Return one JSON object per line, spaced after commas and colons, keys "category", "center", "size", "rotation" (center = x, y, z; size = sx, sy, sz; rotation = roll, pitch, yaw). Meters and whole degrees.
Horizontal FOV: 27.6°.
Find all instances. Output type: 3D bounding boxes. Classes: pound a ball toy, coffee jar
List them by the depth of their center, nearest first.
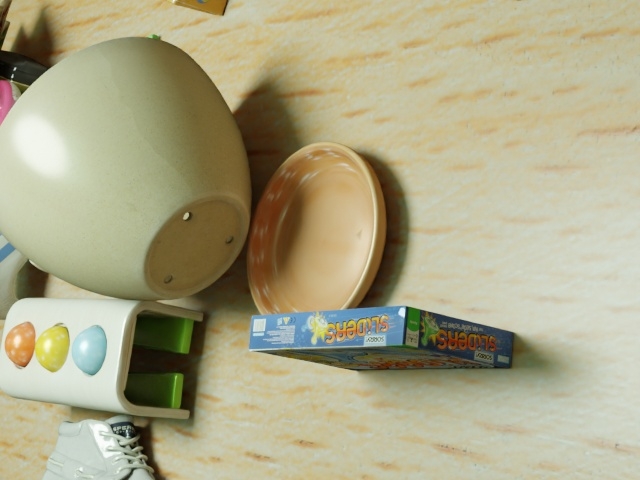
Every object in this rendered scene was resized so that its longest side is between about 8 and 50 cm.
{"category": "pound a ball toy", "center": [-0.281, 0.094, 1.547], "size": [0.319, 0.135, 0.208], "rotation": [-1, 79, 49]}
{"category": "coffee jar", "center": [-0.450, -0.176, 1.864], "size": [0.096, 0.079, 0.184], "rotation": [26, 99, 44]}

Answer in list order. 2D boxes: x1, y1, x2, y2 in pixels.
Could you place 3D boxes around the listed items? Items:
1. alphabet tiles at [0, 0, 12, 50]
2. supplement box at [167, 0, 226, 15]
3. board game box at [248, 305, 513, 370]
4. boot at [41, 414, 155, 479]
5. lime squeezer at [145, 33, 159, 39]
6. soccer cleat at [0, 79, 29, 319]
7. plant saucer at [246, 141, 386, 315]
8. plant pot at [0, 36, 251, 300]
{"category": "alphabet tiles", "center": [-0.512, -0.173, 1.859], "size": [0.285, 0.011, 0.343], "rotation": [-89, 23, -65]}
{"category": "supplement box", "center": [-0.199, -0.341, 1.625], "size": [0.233, 0.080, 0.078], "rotation": [30, 103, 51]}
{"category": "board game box", "center": [0.051, 0.089, 1.163], "size": [0.201, 0.136, 0.035], "rotation": [-8, 73, 49]}
{"category": "boot", "center": [-0.231, 0.257, 1.476], "size": [0.258, 0.095, 0.123], "rotation": [-4, 71, 43]}
{"category": "lime squeezer", "center": [-0.323, -0.171, 1.735], "size": [0.310, 0.059, 0.110], "rotation": [-56, 43, 21]}
{"category": "soccer cleat", "center": [-0.435, -0.049, 1.768], "size": [0.116, 0.143, 0.331], "rotation": [-10, 65, 44]}
{"category": "plant saucer", "center": [0.000, 0.000, 1.325], "size": [0.200, 0.037, 0.200], "rotation": [-17, 66, 45]}
{"category": "plant pot", "center": [-0.183, -0.045, 1.382], "size": [0.191, 0.284, 0.284], "rotation": [43, 112, 35]}
